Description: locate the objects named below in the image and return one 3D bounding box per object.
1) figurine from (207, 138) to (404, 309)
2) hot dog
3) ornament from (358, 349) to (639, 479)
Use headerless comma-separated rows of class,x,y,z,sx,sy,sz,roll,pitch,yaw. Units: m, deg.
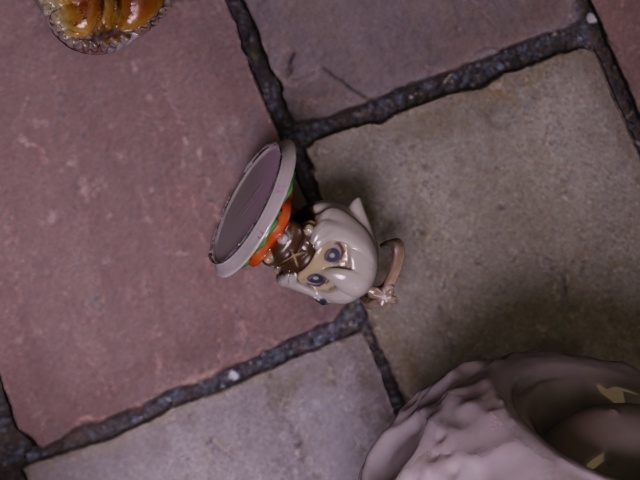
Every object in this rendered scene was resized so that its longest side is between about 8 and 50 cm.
figurine,0.000,0.000,1.055,0.153,0.132,0.132,28,72,-19
hot dog,-0.219,-0.288,1.078,0.144,0.075,0.268,-28,83,-15
ornament,0.176,0.255,0.927,0.337,0.337,0.337,3,77,-13
